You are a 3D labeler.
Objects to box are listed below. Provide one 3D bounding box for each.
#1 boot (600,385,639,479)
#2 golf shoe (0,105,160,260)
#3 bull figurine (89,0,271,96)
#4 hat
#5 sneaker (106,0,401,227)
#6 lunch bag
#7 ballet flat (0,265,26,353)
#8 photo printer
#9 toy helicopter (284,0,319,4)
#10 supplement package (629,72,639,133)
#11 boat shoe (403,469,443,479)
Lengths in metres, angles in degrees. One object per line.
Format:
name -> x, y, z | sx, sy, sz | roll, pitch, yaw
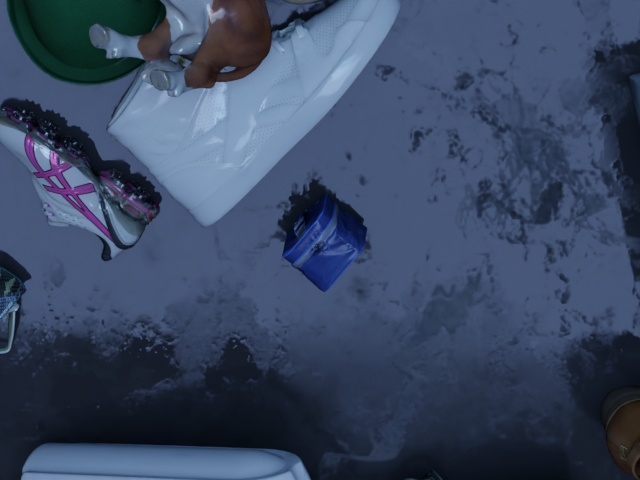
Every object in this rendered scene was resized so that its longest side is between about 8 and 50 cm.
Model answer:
boot -> 0.421, 0.197, 1.767 | 0.283, 0.220, 0.109 | 6, 102, -4
golf shoe -> -0.250, -0.054, 1.756 | 0.186, 0.067, 0.086 | 38, 100, -10
bull figurine -> -0.135, -0.275, 1.588 | 0.188, 0.101, 0.310 | -35, 110, -40
hat -> -0.241, -0.258, 1.627 | 0.173, 0.183, 0.209 | -27, 75, 10
sneaker -> -0.073, -0.169, 1.720 | 0.169, 0.108, 0.292 | 42, 99, -14
lunch bag -> 0.000, 0.000, 1.765 | 0.065, 0.098, 0.067 | 39, 103, -7
ballet flat -> -0.342, 0.114, 1.794 | 0.070, 0.070, 0.188 | 23, 104, -8
photo printer -> -0.129, 0.323, 1.770 | 0.307, 0.107, 0.256 | -2, 104, 24
toy helicopter -> -0.041, -0.392, 1.654 | 0.234, 0.140, 0.355 | -2, 96, 14
supplement package -> 0.431, -0.041, 1.725 | 0.198, 0.199, 0.263 | -13, 103, 0
boat shoe -> 0.114, 0.293, 1.839 | 0.335, 0.121, 0.119 | -1, 79, 0
